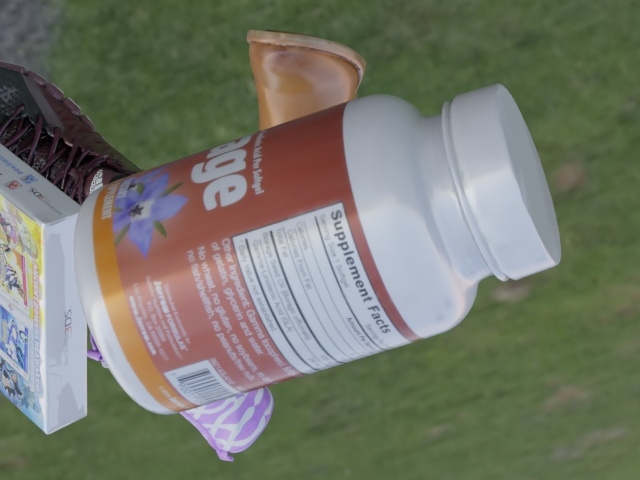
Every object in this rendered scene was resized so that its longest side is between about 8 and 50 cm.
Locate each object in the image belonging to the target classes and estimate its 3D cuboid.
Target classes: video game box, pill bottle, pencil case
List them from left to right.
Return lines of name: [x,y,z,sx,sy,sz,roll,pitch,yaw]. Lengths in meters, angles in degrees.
video game box: [-0.254,0.022,1.469,0.048,0.187,0.205,-23,134,-33]
pencil case: [-0.137,0.130,1.827,0.206,0.088,0.086,40,155,-31]
pill bottle: [0.000,0.000,0.900,0.216,0.121,0.121,-18,163,15]

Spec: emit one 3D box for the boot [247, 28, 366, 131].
boot: [-0.018,-0.048,1.220,0.073,0.152,0.197,11,168,15]

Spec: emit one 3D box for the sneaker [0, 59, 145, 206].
sneaker: [-0.232,-0.078,1.720,0.281,0.106,0.162,33,175,-18]
